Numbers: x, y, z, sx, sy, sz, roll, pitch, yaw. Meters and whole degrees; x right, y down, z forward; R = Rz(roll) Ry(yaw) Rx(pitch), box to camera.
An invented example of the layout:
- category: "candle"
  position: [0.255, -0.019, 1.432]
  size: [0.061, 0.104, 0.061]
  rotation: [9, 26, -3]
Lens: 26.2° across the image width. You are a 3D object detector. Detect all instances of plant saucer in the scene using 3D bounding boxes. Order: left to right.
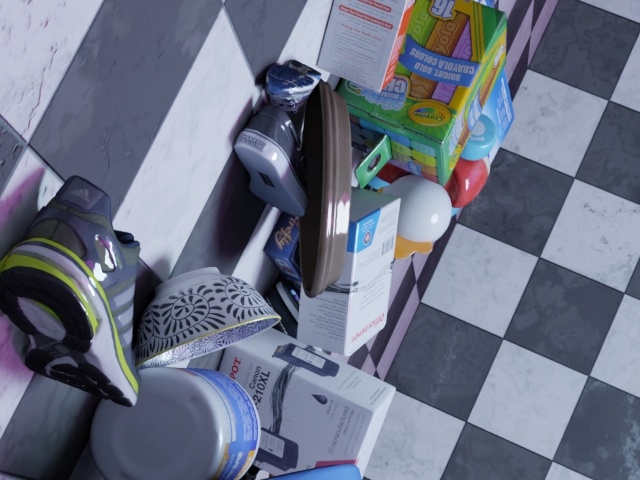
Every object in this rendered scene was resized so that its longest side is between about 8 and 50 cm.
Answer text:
- category: "plant saucer"
  position: [0.005, -0.066, 1.727]
  size: [0.278, 0.041, 0.278]
  rotation: [-179, -90, -84]

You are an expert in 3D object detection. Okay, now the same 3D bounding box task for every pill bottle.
- category: "pill bottle"
  position: [-0.155, 0.224, 1.600]
  size: [0.152, 0.152, 0.272]
  rotation: [-66, 168, -1]

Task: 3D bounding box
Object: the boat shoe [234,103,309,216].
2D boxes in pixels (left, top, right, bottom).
- category: "boat shoe"
  position: [-0.049, -0.098, 1.659]
  size: [0.076, 0.080, 0.228]
  rotation: [-62, 160, -13]

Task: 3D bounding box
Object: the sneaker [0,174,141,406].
- category: "sneaker"
  position: [-0.198, 0.055, 1.206]
  size: [0.300, 0.111, 0.121]
  rotation: [94, 18, -64]

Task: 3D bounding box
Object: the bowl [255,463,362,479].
- category: "bowl"
  position: [-0.130, 0.317, 1.470]
  size: [0.391, 0.391, 0.077]
  rotation: [52, 23, -77]

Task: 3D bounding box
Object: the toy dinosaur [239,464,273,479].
- category: "toy dinosaur"
  position: [-0.125, 0.462, 2.335]
  size: [0.322, 0.164, 0.218]
  rotation: [-81, -162, -49]

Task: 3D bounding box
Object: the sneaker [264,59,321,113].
- category: "sneaker"
  position: [-0.035, -0.173, 1.620]
  size: [0.058, 0.052, 0.135]
  rotation: [-66, 169, 17]

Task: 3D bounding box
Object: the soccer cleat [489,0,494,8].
- category: "soccer cleat"
  position: [0.263, -0.360, 2.498]
  size: [0.289, 0.093, 0.121]
  rotation: [100, 11, -51]

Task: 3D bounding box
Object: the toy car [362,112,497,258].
- category: "toy car"
  position: [0.139, -0.079, 2.161]
  size: [0.238, 0.210, 0.219]
  rotation: [-63, 178, -33]

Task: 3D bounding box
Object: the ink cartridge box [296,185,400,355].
- category: "ink cartridge box"
  position: [0.039, 0.042, 1.957]
  size: [0.148, 0.086, 0.203]
  rotation: [-30, 131, -59]

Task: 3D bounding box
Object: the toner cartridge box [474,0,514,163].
- category: "toner cartridge box"
  position: [0.238, -0.279, 2.305]
  size: [0.165, 0.075, 0.348]
  rotation: [-59, 146, -30]

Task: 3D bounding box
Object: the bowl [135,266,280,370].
- category: "bowl"
  position: [-0.136, 0.079, 1.514]
  size: [0.170, 0.080, 0.170]
  rotation: [-20, 170, -3]

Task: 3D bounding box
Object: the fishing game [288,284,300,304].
- category: "fishing game"
  position: [0.000, 0.000, 2.142]
  size: [0.189, 0.041, 0.264]
  rotation: [-52, 160, -55]

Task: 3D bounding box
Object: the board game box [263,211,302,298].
- category: "board game box"
  position: [0.000, -0.006, 2.023]
  size: [0.165, 0.042, 0.243]
  rotation: [-64, 159, -13]

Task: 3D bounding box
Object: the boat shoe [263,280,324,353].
- category: "boat shoe"
  position: [-0.047, 0.166, 2.098]
  size: [0.091, 0.114, 0.302]
  rotation: [-26, 144, -2]

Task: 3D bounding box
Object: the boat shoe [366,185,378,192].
- category: "boat shoe"
  position: [0.135, -0.152, 2.378]
  size: [0.112, 0.095, 0.335]
  rotation: [9, 100, -65]

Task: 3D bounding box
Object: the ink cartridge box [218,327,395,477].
- category: "ink cartridge box"
  position: [-0.037, 0.245, 1.966]
  size: [0.100, 0.237, 0.172]
  rotation: [-37, 149, -62]

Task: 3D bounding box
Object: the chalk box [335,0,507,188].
- category: "chalk box"
  position: [0.134, -0.205, 1.995]
  size: [0.289, 0.179, 0.180]
  rotation: [-64, 168, -11]

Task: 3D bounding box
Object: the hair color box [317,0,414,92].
- category: "hair color box"
  position: [0.063, -0.284, 1.740]
  size: [0.053, 0.093, 0.167]
  rotation: [-52, 162, -54]
